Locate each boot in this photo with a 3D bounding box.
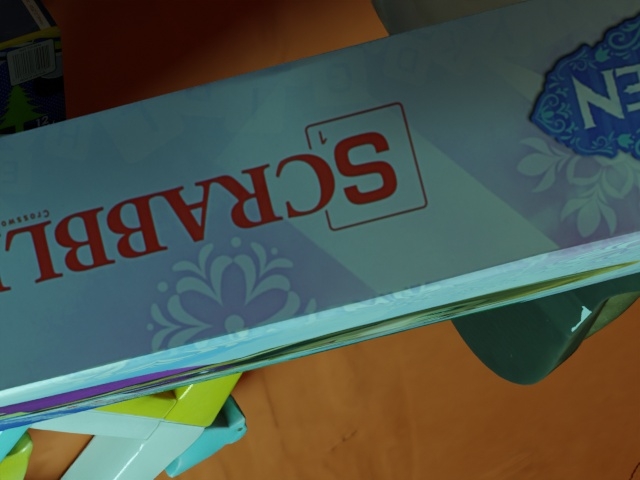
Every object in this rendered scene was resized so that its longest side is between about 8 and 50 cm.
[{"bbox_3d":[0.155,-0.033,0.891,0.115,0.112,0.305,-34,171,-25],"label":"boot"}]

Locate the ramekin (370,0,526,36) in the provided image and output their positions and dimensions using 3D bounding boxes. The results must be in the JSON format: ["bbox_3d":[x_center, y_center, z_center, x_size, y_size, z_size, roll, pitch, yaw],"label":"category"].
[{"bbox_3d":[0.105,-0.192,0.664,0.277,0.135,0.277,-23,144,-18],"label":"ramekin"}]

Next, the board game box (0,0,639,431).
[{"bbox_3d":[0.000,0.000,0.594,0.318,0.066,0.319,-14,176,3],"label":"board game box"}]

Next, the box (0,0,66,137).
[{"bbox_3d":[-0.176,-0.047,0.656,0.169,0.059,0.054,-21,144,-21],"label":"box"}]

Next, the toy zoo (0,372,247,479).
[{"bbox_3d":[-0.138,0.064,0.848,0.293,0.030,0.192,14,122,-48],"label":"toy zoo"}]
